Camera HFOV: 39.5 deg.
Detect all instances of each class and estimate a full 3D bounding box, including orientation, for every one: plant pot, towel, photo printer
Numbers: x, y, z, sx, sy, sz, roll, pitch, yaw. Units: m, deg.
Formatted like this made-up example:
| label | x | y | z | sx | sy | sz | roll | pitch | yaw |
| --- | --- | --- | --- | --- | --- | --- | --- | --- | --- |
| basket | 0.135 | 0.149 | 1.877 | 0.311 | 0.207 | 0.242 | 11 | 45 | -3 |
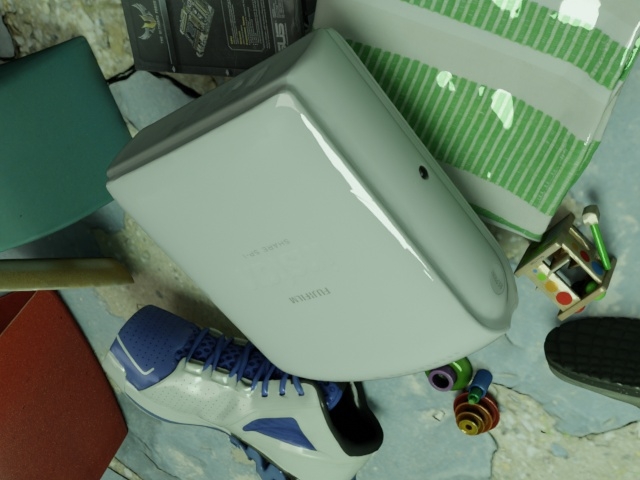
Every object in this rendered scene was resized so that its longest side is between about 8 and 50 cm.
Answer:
| label | x | y | z | sx | sy | sz | roll | pitch | yaw |
| --- | --- | --- | --- | --- | --- | --- | --- | --- | --- |
| plant pot | -0.328 | -0.072 | 0.885 | 0.165 | 0.234 | 0.165 | -8 | 114 | 33 |
| towel | 0.110 | -0.149 | 0.655 | 0.248 | 0.038 | 0.325 | 21 | 139 | 7 |
| plant pot | -0.324 | 0.035 | 0.973 | 0.236 | 0.236 | 0.032 | -2 | 90 | 31 |
| photo printer | 0.000 | 0.000 | 0.758 | 0.256 | 0.107 | 0.307 | -18 | 122 | 41 |
| plant pot | -0.410 | 0.246 | 1.133 | 0.267 | 0.267 | 0.236 | -21 | 119 | 37 |

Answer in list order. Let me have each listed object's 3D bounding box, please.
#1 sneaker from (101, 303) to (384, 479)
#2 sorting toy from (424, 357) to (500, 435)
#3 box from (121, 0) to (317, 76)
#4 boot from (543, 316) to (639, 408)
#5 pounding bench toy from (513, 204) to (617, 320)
| label | x | y | z | sx | sy | sz | roll | pitch | yaw |
| --- | --- | --- | --- | --- | --- | --- | --- | --- | --- |
| sneaker | -0.055 | 0.147 | 0.951 | 0.315 | 0.127 | 0.182 | 35 | 127 | -2 |
| sorting toy | 0.139 | 0.154 | 0.883 | 0.102 | 0.042 | 0.061 | 50 | 130 | -6 |
| box | -0.092 | -0.255 | 0.752 | 0.183 | 0.056 | 0.231 | 9 | 123 | 27 |
| boot | 0.313 | 0.164 | 0.769 | 0.246 | 0.083 | 0.161 | 11 | 129 | 26 |
| pounding bench toy | 0.219 | 0.017 | 0.745 | 0.065 | 0.052 | 0.083 | 44 | 130 | -1 |
